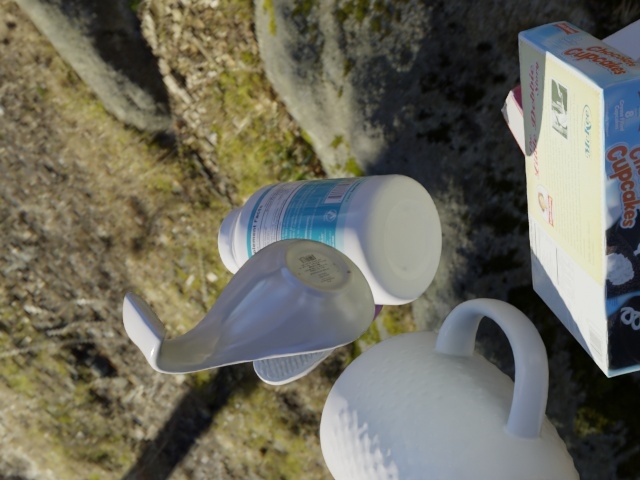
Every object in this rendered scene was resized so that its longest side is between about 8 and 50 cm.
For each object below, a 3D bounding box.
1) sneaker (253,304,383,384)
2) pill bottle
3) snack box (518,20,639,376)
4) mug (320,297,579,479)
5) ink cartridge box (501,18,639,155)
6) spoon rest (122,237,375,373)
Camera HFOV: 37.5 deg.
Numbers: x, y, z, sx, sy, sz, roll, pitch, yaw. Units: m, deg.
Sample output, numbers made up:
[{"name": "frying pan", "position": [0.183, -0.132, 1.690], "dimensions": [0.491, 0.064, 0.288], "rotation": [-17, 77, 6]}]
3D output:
[{"name": "sneaker", "position": [0.016, 0.140, 1.500], "dimensions": [0.102, 0.282, 0.161], "rotation": [39, 162, 24]}, {"name": "pill bottle", "position": [0.000, 0.000, 1.115], "dimensions": [0.264, 0.146, 0.146], "rotation": [-1, 124, 43]}, {"name": "snack box", "position": [0.273, -0.043, 0.967], "dimensions": [0.060, 0.187, 0.321], "rotation": [-15, 120, -7]}, {"name": "mug", "position": [0.190, 0.257, 1.214], "dimensions": [0.276, 0.328, 0.373], "rotation": [8, 103, -21]}, {"name": "ink cartridge box", "position": [0.475, -0.157, 1.226], "dimensions": [0.385, 0.160, 0.279], "rotation": [-29, 83, 4]}, {"name": "spoon rest", "position": [-0.063, 0.064, 0.888], "dimensions": [0.137, 0.276, 0.084], "rotation": [48, 130, 29]}]
